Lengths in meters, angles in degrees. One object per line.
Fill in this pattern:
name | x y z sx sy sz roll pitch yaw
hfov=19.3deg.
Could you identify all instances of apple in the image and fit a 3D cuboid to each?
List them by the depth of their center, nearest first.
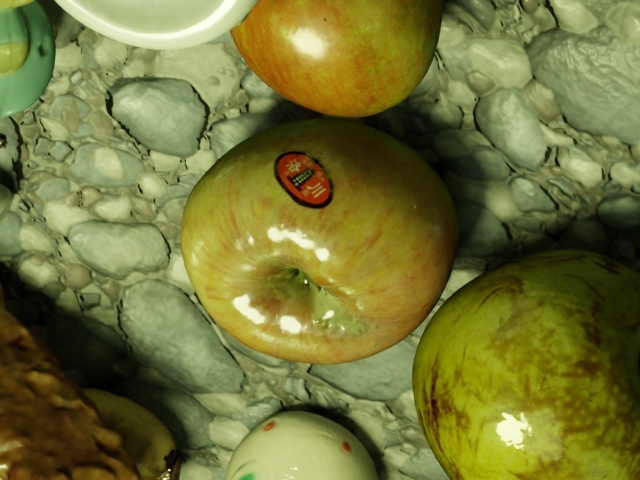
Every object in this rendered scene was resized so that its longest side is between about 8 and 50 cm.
apple | 0.016 -0.203 1.650 0.196 0.196 0.196 11 126 15
apple | 0.000 0.000 1.792 0.261 0.194 0.260 10 128 13

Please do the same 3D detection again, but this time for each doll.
doll | -0.314 -0.253 1.756 0.162 0.177 0.260 -8 134 -25

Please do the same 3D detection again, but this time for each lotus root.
lotus root | -0.253 0.226 2.101 0.221 0.118 0.125 22 96 16

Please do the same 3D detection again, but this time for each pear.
pear | 0.216 0.141 1.756 0.284 0.283 0.283 11 126 15

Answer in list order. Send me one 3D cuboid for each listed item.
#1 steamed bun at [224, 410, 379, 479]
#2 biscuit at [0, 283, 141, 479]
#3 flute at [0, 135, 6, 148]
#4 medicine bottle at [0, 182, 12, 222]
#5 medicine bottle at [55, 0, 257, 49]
steamed bun | -0.026 0.295 2.049 0.177 0.130 0.228 17 130 11
biscuit | -0.383 0.241 2.033 0.395 0.166 0.342 46 136 28
flute | -0.454 -0.143 1.986 0.270 0.014 0.014 18 128 9
medicine bottle | -0.428 -0.059 1.974 0.191 0.107 0.107 34 129 -4
medicine bottle | -0.077 -0.322 1.483 0.211 0.371 0.211 11 128 15
